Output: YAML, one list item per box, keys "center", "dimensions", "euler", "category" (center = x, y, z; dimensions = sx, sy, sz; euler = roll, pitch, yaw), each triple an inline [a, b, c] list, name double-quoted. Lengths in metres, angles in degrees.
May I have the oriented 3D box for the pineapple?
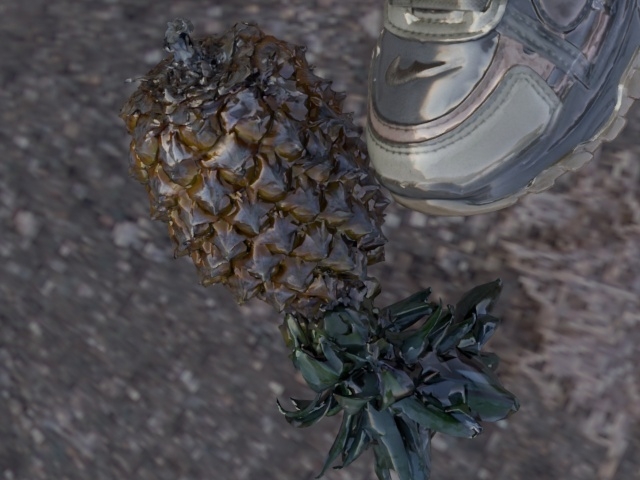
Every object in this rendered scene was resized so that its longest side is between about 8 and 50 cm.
- center: [0.000, 0.000, 0.743]
  dimensions: [0.221, 0.083, 0.103]
  euler: [56, 37, -32]
  category: "pineapple"

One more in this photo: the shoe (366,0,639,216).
- center: [0.061, -0.098, 0.623]
  dimensions: [0.092, 0.089, 0.180]
  euler: [41, 71, -44]
  category: "shoe"
